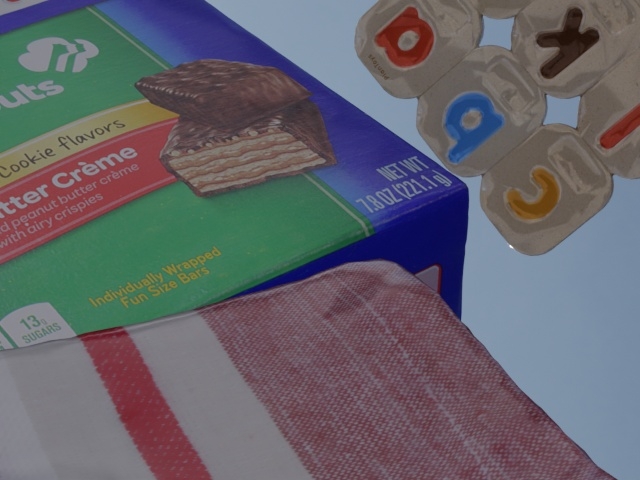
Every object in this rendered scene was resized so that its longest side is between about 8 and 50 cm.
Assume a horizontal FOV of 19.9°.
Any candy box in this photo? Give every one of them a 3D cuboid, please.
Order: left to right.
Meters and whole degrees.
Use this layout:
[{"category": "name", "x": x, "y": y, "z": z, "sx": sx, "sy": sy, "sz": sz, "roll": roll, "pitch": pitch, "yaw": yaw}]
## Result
[{"category": "candy box", "x": -0.138, "y": -0.009, "z": 0.768, "sx": 0.317, "sy": 0.268, "sz": 0.122, "roll": 38, "pitch": -41, "yaw": 40}]

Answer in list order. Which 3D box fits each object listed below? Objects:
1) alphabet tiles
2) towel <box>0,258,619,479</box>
[{"category": "alphabet tiles", "x": 0.167, "y": -0.135, "z": 0.985, "sx": 0.278, "sy": 0.284, "sz": 0.021, "roll": -41, "pitch": 173, "yaw": 17}, {"category": "towel", "x": -0.096, "y": 0.073, "z": 0.390, "sx": 0.237, "sy": 0.329, "sz": 0.037, "roll": -140, "pitch": -137, "yaw": -64}]
